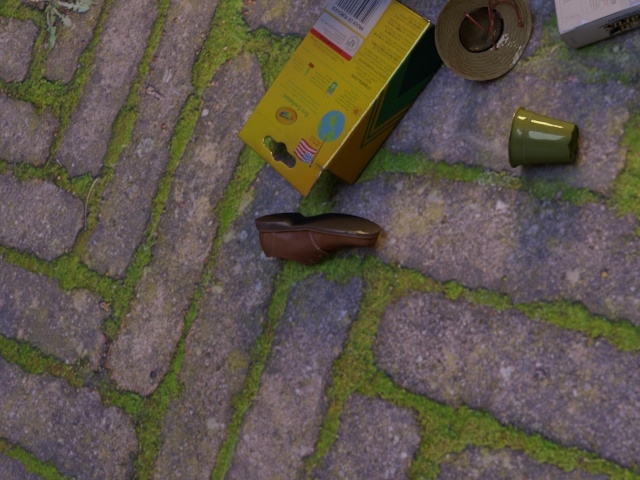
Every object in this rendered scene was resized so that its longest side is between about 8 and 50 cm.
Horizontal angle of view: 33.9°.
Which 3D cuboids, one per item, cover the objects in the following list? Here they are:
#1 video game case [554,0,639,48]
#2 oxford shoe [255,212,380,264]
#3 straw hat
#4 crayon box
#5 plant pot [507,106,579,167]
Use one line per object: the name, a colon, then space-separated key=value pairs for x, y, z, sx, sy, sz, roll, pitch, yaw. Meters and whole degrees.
video game case: x=0.426 y=-0.420 z=1.403 sx=0.244 sy=0.061 sz=0.269 roll=-16 pitch=66 yaw=33
oxford shoe: x=0.000 y=0.000 z=1.588 sx=0.212 sy=0.076 sz=0.076 roll=2 pitch=106 yaw=35
straw hat: x=0.228 y=-0.303 z=1.507 sx=0.144 sy=0.144 sz=0.061 roll=-55 pitch=13 yaw=9
crayon box: x=0.032 y=-0.232 z=1.619 sx=0.318 sy=0.081 sz=0.202 roll=-53 pitch=52 yaw=10
plant pot: x=0.300 y=-0.134 z=1.398 sx=0.079 sy=0.083 sz=0.083 roll=9 pitch=80 yaw=27
